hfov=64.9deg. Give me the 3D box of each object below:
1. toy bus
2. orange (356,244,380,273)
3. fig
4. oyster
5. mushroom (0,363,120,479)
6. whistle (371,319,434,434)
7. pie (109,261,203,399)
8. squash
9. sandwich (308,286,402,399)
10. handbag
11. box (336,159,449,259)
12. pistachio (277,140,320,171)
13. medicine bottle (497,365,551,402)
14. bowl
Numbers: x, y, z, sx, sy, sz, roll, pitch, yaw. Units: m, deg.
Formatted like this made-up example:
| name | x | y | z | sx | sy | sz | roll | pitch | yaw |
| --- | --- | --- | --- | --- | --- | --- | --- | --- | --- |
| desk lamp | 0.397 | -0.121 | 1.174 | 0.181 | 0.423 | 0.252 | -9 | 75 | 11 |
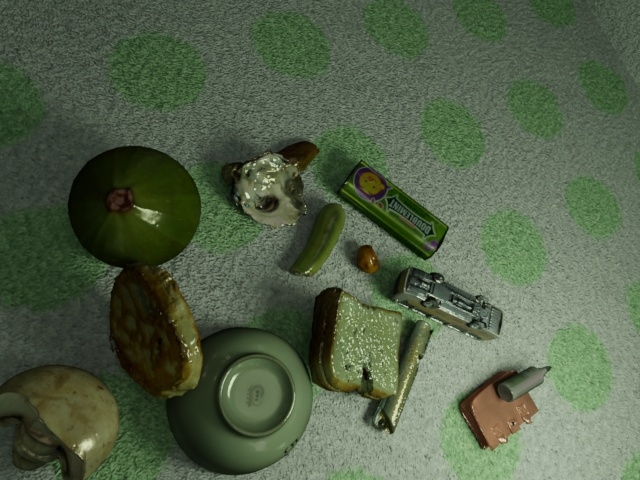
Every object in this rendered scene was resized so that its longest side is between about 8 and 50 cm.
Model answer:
| name | x | y | z | sx | sy | sz | roll | pitch | yaw |
| --- | --- | --- | --- | --- | --- | --- | --- | --- | --- |
| toy bus | 0.370 | 0.186 | 1.458 | 0.343 | 0.138 | 0.097 | 25 | 66 | -12 |
| orange | 0.134 | 0.058 | 1.451 | 0.062 | 0.086 | 0.086 | -26 | 82 | -3 |
| fig | -0.424 | -0.076 | 1.151 | 0.316 | 0.316 | 0.316 | 7 | 69 | -19 |
| oyster | -0.149 | -0.136 | 1.409 | 0.214 | 0.083 | 0.222 | -18 | 96 | -17 |
| mushroom | -0.532 | 0.369 | 1.044 | 0.254 | 0.195 | 0.189 | 42 | 29 | 4 |
| whistle | 0.230 | 0.367 | 1.386 | 0.068 | 0.057 | 0.326 | 33 | 64 | -6 |
| pie | -0.363 | 0.190 | 1.097 | 0.092 | 0.315 | 0.315 | -17 | 78 | -45 |
| squash | 0.000 | 0.000 | 1.421 | 0.083 | 0.083 | 0.250 | 31 | 67 | -8 |
| sandwich | 0.093 | 0.273 | 1.294 | 0.273 | 0.095 | 0.249 | 25 | 62 | -38 |
| handbag | 0.519 | 0.486 | 1.452 | 0.213 | 0.059 | 0.157 | -25 | 81 | -27 |
| box | 0.223 | -0.091 | 1.523 | 0.345 | 0.097 | 0.134 | 37 | 62 | -5 |
| pistachio | -0.065 | -0.250 | 1.498 | 0.173 | 0.049 | 0.089 | -30 | 85 | -27 |
| medicine bottle | 0.599 | 0.401 | 1.452 | 0.199 | 0.057 | 0.057 | -17 | 78 | -26 |
| bowl | -0.166 | 0.360 | 1.165 | 0.354 | 0.185 | 0.353 | 7 | 69 | -19 |
